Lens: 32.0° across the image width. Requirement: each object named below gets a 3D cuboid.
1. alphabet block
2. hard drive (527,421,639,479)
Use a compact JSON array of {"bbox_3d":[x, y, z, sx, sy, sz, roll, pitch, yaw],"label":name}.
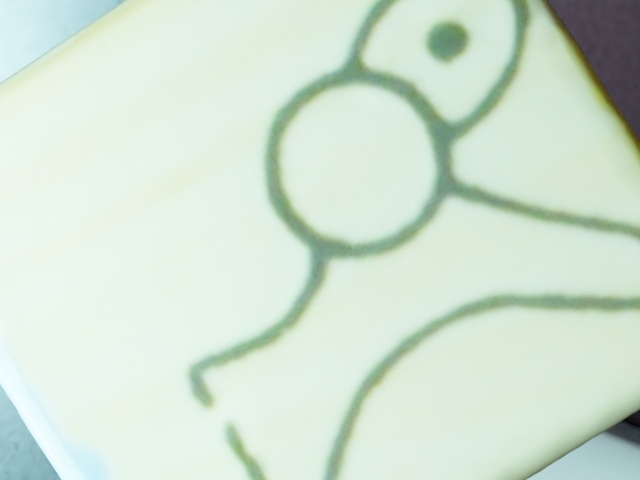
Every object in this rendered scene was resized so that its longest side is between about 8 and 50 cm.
[{"bbox_3d":[0.000,0.000,0.411,0.197,0.193,0.192,-32,92,3],"label":"alphabet block"},{"bbox_3d":[0.112,0.201,0.599,0.353,0.047,0.233,23,103,-15],"label":"hard drive"}]
